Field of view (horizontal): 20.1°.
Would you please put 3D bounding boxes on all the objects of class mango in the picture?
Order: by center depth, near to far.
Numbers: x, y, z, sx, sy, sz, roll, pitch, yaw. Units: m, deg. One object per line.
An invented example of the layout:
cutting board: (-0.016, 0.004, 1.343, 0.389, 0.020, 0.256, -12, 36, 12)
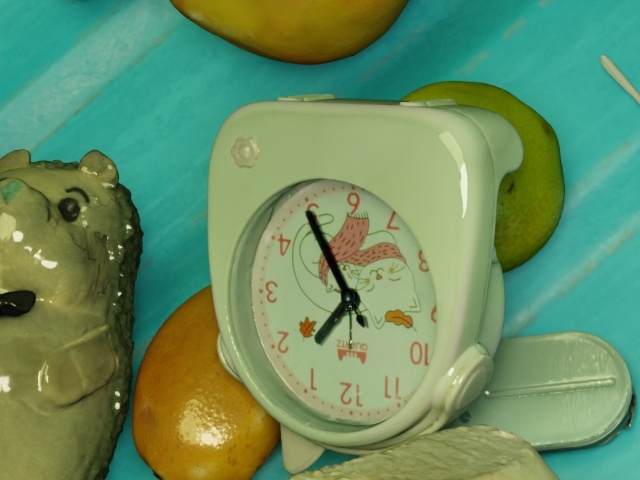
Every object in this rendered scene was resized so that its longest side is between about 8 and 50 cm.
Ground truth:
mango: (-0.095, 0.124, 1.611, 0.141, 0.102, 0.217, -3, 55, 37)

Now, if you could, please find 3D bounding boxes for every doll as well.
doll: (-0.272, 0.086, 1.619, 0.247, 0.247, 0.349, 10, 67, 23)

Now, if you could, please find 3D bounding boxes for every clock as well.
clock: (0.033, 0.043, 1.492, 0.265, 0.109, 0.324, 7, 100, 34)

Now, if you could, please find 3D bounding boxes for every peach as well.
peach: (-0.017, -0.326, 1.697, 0.289, 0.289, 0.308, -1, 29, 19)

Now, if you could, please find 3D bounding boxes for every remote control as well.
remote control: (0.147, 0.140, 1.552, 0.247, 0.052, 0.104, -7, 64, 17)

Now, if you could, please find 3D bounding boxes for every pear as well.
pear: (0.110, -0.035, 1.576, 0.180, 0.166, 0.216, 39, 85, 17)

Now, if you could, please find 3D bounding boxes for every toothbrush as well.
toothbrush: (0.297, -0.110, 1.628, 0.017, 0.014, 0.162, -43, 60, 14)

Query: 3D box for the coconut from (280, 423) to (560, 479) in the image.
coconut: (0.062, 0.353, 1.306, 0.405, 0.404, 0.404, -7, 66, 17)
